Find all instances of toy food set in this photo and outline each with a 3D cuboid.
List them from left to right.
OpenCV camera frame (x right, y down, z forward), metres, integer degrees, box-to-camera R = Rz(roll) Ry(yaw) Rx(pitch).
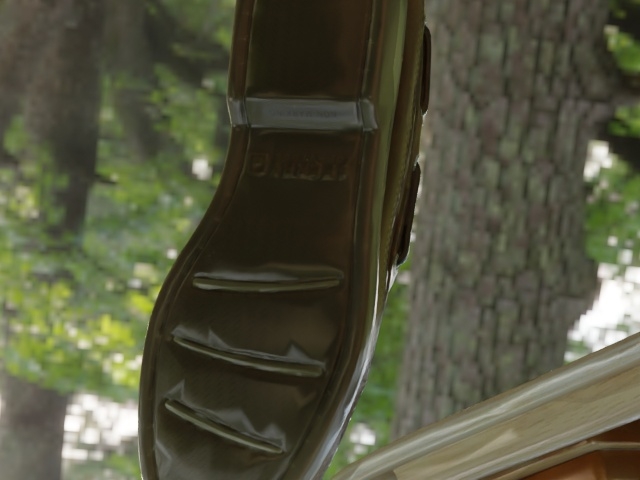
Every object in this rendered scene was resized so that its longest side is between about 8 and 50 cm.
[{"bbox_3d":[0.165,0.093,0.622,0.220,0.092,0.306,7,154,-41],"label":"toy food set"}]

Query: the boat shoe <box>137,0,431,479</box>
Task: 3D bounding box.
[{"bbox_3d":[0.000,0.000,0.851,0.111,0.307,0.104,14,177,24],"label":"boat shoe"}]
